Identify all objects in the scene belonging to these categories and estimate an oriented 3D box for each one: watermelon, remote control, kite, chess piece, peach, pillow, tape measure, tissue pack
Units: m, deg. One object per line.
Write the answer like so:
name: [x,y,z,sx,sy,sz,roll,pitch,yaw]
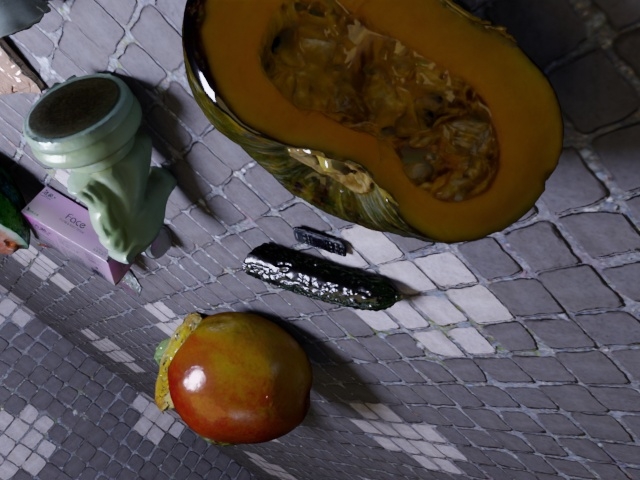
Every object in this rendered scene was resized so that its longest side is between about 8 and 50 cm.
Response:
watermelon: [-0.841,-0.094,1.451,0.319,0.292,0.222,-21,152,18]
remote control: [0.000,0.000,0.950,0.096,0.014,0.039,19,148,21]
kite: [-0.668,0.054,1.670,0.361,0.022,0.204,27,151,3]
chess piece: [-0.330,-0.105,0.950,0.176,0.175,0.298,17,146,25]
peach: [-0.173,0.316,1.316,0.333,0.307,0.308,24,151,-5]
pillow: [-0.600,-0.313,1.037,0.233,0.043,0.126,10,149,30]
tape measure: [-0.454,0.395,1.882,0.175,0.106,0.200,8,140,32]
tissue pack: [-0.582,-0.010,1.415,0.246,0.092,0.148,31,152,4]

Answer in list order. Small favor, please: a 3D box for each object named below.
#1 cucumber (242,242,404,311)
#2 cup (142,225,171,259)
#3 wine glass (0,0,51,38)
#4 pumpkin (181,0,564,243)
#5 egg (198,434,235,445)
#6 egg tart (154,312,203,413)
cucumber: [0.002,0.069,0.992,0.300,0.072,0.072,16,146,28]
cup: [-0.378,-0.006,1.262,0.116,0.074,0.104,19,176,30]
wine glass: [-0.447,-0.363,0.742,0.122,0.122,0.182,16,145,27]
pumpkin: [0.039,-0.146,0.542,0.325,0.242,0.232,35,180,-12]
egg: [-0.244,0.449,1.637,0.290,0.238,0.238,-33,113,33]
egg tart: [-0.351,0.335,1.554,0.107,0.290,0.291,22,155,-22]
